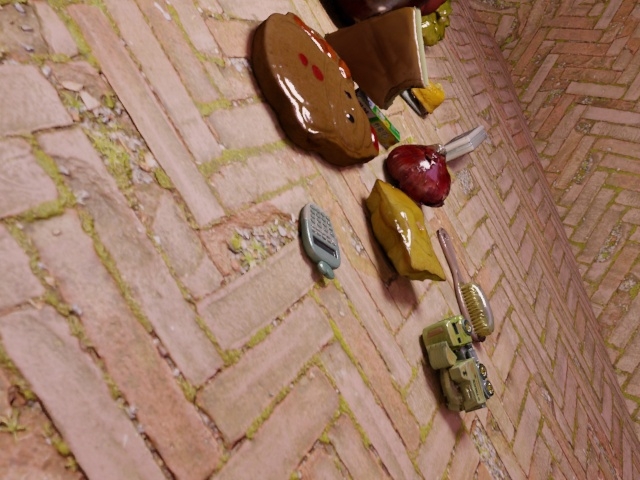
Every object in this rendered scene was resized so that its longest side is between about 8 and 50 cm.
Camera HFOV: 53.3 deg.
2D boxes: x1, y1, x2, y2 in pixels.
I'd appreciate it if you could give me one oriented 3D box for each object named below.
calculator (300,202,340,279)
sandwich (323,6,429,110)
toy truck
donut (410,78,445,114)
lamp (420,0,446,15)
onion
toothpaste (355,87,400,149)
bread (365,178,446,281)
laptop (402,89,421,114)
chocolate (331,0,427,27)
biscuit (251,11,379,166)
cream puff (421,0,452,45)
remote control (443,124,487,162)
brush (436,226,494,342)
[{"bbox_3d":[0.000,0.000,1.101,0.095,0.021,0.153,33,40,-43],"label":"calculator"},{"bbox_3d":[0.120,-0.400,1.460,0.063,0.245,0.212,-2,85,-57],"label":"sandwich"},{"bbox_3d":[0.265,0.250,1.275,0.116,0.085,0.191,2,67,-53],"label":"toy truck"},{"bbox_3d":[0.314,-0.467,1.933,0.181,0.078,0.146,50,28,-26],"label":"donut"},{"bbox_3d":[0.276,-0.841,1.984,0.257,0.303,0.303,95,-24,-75],"label":"lamp"},{"bbox_3d":[0.250,-0.167,1.531,0.184,0.147,0.184,32,33,-24],"label":"onion"},{"bbox_3d":[0.127,-0.291,1.534,0.178,0.043,0.037,40,39,-37],"label":"toothpaste"},{"bbox_3d":[0.172,-0.013,1.337,0.161,0.088,0.233,31,39,-53],"label":"bread"},{"bbox_3d":[0.242,-0.525,1.949,0.187,0.015,0.269,35,39,-42],"label":"laptop"},{"bbox_3d":[0.187,-0.754,1.695,0.383,0.331,0.384,49,27,-36],"label":"chocolate"},{"bbox_3d":[0.003,-0.300,1.319,0.381,0.074,0.359,33,42,-38],"label":"biscuit"},{"bbox_3d":[0.367,-0.811,2.225,0.282,0.185,0.282,39,34,-33],"label":"cream puff"},{"bbox_3d":[0.463,-0.311,2.051,0.055,0.103,0.277,64,28,-6],"label":"remote control"},{"bbox_3d":[0.364,0.099,1.589,0.072,0.067,0.313,20,48,-51],"label":"brush"}]
